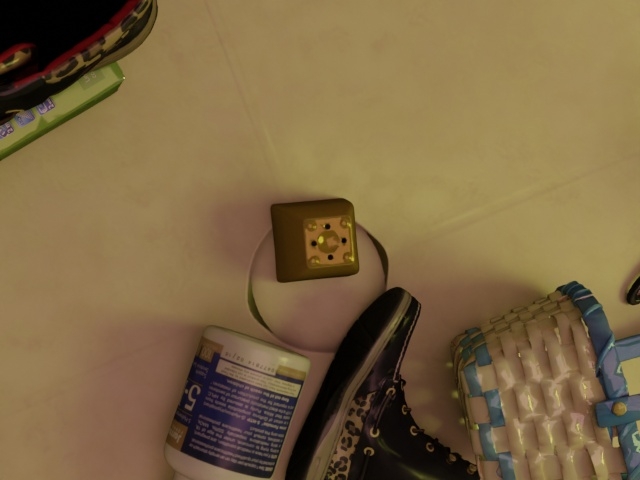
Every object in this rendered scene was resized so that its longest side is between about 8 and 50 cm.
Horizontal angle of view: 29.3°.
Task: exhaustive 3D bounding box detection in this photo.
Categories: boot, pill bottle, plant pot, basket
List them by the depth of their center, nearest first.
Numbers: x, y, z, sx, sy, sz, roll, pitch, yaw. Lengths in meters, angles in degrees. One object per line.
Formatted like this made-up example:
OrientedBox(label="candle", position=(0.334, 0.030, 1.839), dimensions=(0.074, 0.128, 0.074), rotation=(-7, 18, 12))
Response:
OrientedBox(label="boot", position=(-0.285, -0.138, 0.925), dimensions=(0.377, 0.284, 0.138), rotation=(-25, 98, -12))
OrientedBox(label="pill bottle", position=(-0.089, 0.185, 1.187), dimensions=(0.112, 0.112, 0.187), rotation=(19, 86, -12))
OrientedBox(label="basket", position=(0.281, 0.138, 1.205), dimensions=(0.289, 0.255, 0.201), rotation=(-18, 93, 7))
OrientedBox(label="plant pot", position=(0.000, 0.000, 1.218), dimensions=(0.081, 0.083, 0.081), rotation=(-6, 91, -12))
OrientedBox(label="boot", position=(0.088, 0.183, 1.244), dimensions=(0.178, 0.085, 0.236), rotation=(27, 90, -14))

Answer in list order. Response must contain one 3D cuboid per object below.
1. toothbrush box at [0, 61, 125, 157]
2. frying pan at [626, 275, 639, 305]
OrientedBox(label="toothbrush box", position=(-0.353, -0.159, 1.118), dimensions=(0.283, 0.122, 0.206), rotation=(-33, 98, -11))
OrientedBox(label="frying pan", position=(0.459, -0.072, 1.318), dimensions=(0.326, 0.053, 0.197), rotation=(-24, 112, -14))
